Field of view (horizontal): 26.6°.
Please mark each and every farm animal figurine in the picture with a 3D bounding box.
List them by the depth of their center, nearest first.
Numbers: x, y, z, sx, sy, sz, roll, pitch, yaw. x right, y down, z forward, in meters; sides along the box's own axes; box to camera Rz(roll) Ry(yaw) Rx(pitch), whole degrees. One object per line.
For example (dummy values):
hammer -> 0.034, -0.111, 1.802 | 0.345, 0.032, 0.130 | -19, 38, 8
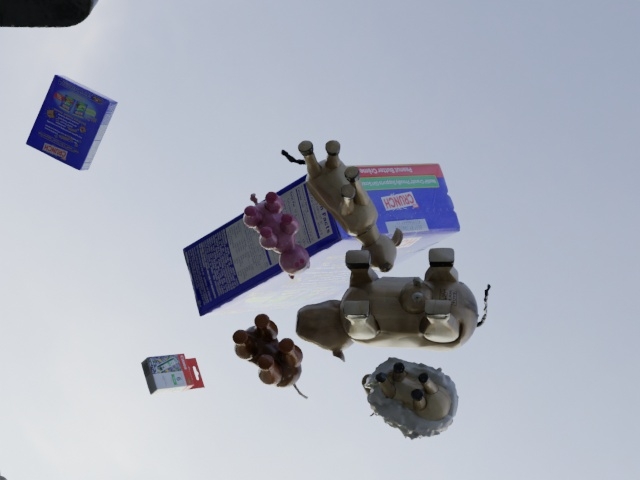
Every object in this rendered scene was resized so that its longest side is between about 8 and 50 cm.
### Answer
farm animal figurine -> 0.051, 0.063, 1.660 | 0.327, 0.330, 0.172 | 15, -24, 17

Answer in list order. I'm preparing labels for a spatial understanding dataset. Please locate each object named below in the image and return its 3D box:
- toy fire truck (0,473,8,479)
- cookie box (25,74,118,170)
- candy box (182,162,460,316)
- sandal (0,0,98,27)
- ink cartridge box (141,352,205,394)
toy fire truck -> -0.532, 0.495, 2.080 | 0.246, 0.217, 0.158 | 65, 1, -45
cookie box -> -0.346, -0.164, 1.882 | 0.092, 0.040, 0.107 | 27, -82, 9
candy box -> 0.000, 0.000, 1.996 | 0.317, 0.268, 0.122 | -28, -107, 40
sandal -> -0.487, -0.311, 1.681 | 0.446, 0.107, 0.167 | -1, -47, 26
ink cartridge box -> -0.252, 0.231, 2.362 | 0.029, 0.115, 0.062 | -41, -119, 44
